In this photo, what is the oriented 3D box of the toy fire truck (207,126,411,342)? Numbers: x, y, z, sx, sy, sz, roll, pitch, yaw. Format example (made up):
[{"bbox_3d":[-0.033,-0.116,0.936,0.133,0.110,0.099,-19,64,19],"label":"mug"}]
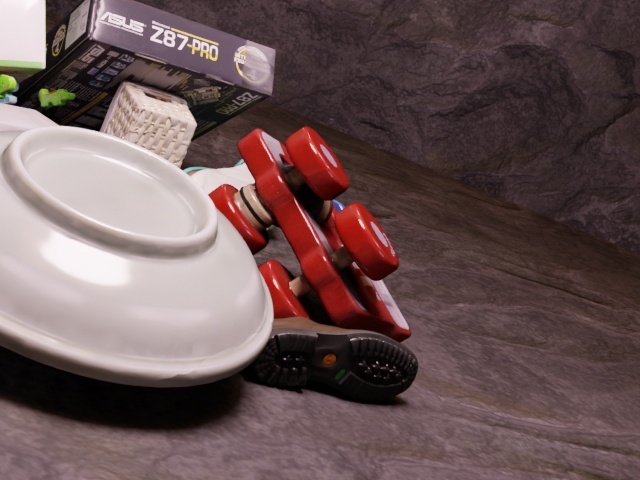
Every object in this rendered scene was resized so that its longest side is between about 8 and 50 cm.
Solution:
[{"bbox_3d":[0.000,0.000,1.409,0.302,0.169,0.254,59,12,21],"label":"toy fire truck"}]

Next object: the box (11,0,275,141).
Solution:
[{"bbox_3d":[-0.310,-0.259,1.759,0.318,0.097,0.395,16,-20,-31],"label":"box"}]

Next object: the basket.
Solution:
[{"bbox_3d":[-0.274,-0.145,1.643,0.113,0.167,0.103,14,22,-34],"label":"basket"}]

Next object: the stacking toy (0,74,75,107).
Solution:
[{"bbox_3d":[-0.507,-0.223,1.590,0.221,0.052,0.167,-3,2,19],"label":"stacking toy"}]

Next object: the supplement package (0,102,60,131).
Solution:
[{"bbox_3d":[-0.434,-0.121,1.390,0.105,0.105,0.179,32,15,34],"label":"supplement package"}]

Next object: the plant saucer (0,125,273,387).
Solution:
[{"bbox_3d":[-0.215,-0.018,1.045,0.401,0.100,0.400,23,23,-10],"label":"plant saucer"}]

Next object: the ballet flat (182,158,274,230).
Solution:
[{"bbox_3d":[-0.124,-0.060,1.689,0.139,0.139,0.400,26,17,13],"label":"ballet flat"}]

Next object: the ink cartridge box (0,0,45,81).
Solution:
[{"bbox_3d":[-0.548,-0.302,1.618,0.198,0.114,0.273,-1,1,-27],"label":"ink cartridge box"}]

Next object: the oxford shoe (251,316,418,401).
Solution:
[{"bbox_3d":[0.012,0.125,1.219,0.227,0.082,0.096,17,10,-30],"label":"oxford shoe"}]
